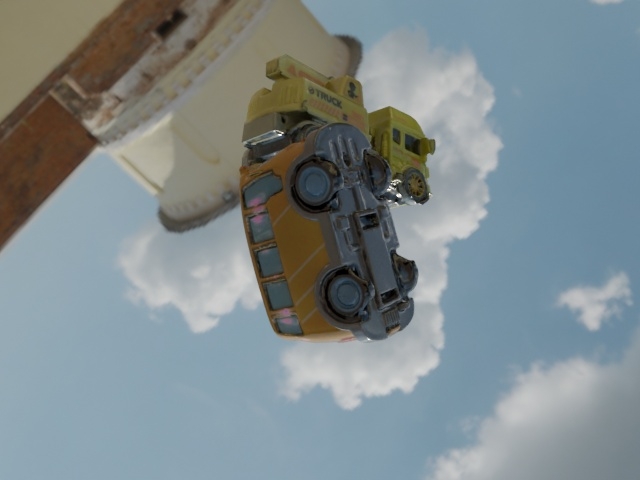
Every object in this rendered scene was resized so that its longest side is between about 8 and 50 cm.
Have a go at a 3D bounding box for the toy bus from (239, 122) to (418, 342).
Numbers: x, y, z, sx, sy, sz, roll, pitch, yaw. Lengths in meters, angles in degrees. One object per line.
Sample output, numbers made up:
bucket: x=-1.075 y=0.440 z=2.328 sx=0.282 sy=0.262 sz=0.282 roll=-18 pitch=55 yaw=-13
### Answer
toy bus: x=0.000 y=0.000 z=0.864 sx=0.136 sy=0.209 sz=0.126 roll=-14 pitch=-179 yaw=31

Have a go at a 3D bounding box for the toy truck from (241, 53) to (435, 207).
toy truck: x=0.025 y=-0.135 z=1.151 sx=0.124 sy=0.272 sz=0.157 roll=-12 pitch=-113 yaw=46
